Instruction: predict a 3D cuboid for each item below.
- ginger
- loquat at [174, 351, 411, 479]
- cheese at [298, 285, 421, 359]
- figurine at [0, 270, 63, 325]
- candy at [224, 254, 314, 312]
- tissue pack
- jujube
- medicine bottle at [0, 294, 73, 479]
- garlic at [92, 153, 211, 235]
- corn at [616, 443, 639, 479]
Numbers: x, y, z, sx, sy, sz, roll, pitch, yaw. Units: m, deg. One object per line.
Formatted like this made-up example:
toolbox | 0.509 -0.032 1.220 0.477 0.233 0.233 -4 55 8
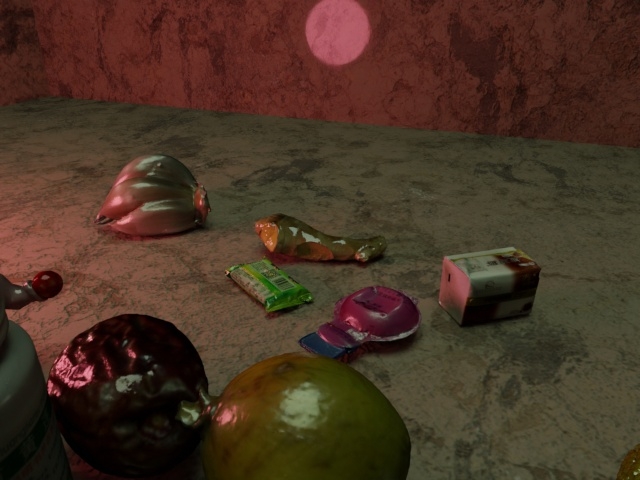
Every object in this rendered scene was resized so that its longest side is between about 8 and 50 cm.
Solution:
ginger | 0.000 0.000 1.156 0.295 0.086 0.131 9 17 -2
loquat | -0.033 0.215 0.544 0.246 0.213 0.213 22 25 -7
cheese | 0.074 0.139 0.878 0.244 0.062 0.155 -24 34 -39
figurine | -0.513 0.134 0.727 0.287 0.186 0.176 -39 20 -1
candy | -0.104 0.086 1.018 0.102 0.032 0.178 -21 34 -31
tissue pack | 0.308 0.083 0.950 0.149 0.106 0.099 -8 26 -15
jujube | -0.236 0.180 0.644 0.183 0.183 0.243 -15 9 -30
medicine bottle | -0.367 0.170 0.480 0.208 0.339 0.208 1 26 0
garlic | -0.415 -0.098 1.310 0.292 0.210 0.237 3 60 -5
corn | 0.316 0.305 0.502 0.106 0.106 0.293 22 38 38
